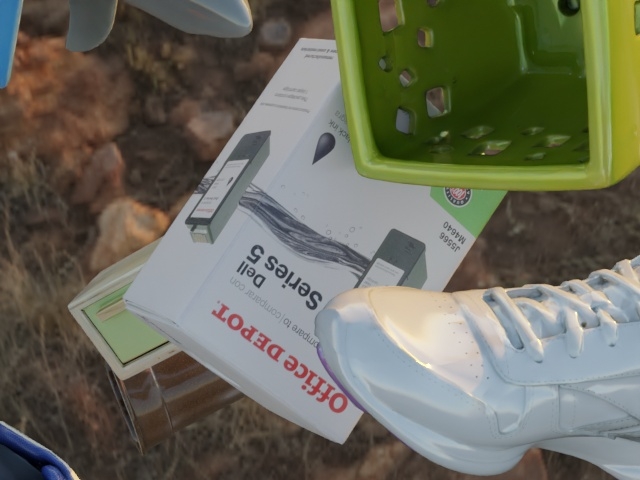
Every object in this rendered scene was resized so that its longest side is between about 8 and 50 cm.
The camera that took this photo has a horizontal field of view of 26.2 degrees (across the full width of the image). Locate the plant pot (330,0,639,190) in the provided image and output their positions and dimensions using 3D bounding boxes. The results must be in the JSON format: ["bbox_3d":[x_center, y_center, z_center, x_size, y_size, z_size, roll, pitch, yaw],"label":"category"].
[{"bbox_3d":[0.157,-0.172,1.026,0.228,0.227,0.207,5,20,39],"label":"plant pot"}]

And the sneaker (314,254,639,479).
[{"bbox_3d":[0.138,0.051,0.733,0.305,0.152,0.114,12,31,-31],"label":"sneaker"}]

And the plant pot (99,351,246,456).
[{"bbox_3d":[-0.163,0.146,1.617,0.165,0.167,0.167,-20,57,-12],"label":"plant pot"}]

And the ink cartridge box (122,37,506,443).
[{"bbox_3d":[0.000,0.000,1.139,0.273,0.198,0.115,-57,31,-10],"label":"ink cartridge box"}]

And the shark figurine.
[{"bbox_3d":[-0.184,-0.141,0.734,0.116,0.278,0.166,-27,98,-55],"label":"shark figurine"}]

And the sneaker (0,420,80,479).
[{"bbox_3d":[-0.254,0.270,1.293,0.296,0.131,0.112,37,58,-12],"label":"sneaker"}]

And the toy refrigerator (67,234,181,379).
[{"bbox_3d":[-0.120,0.038,1.407,0.269,0.102,0.094,-27,14,27],"label":"toy refrigerator"}]

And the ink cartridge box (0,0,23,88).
[{"bbox_3d":[-0.329,-0.313,0.886,0.285,0.395,0.166,-1,29,-32],"label":"ink cartridge box"}]
